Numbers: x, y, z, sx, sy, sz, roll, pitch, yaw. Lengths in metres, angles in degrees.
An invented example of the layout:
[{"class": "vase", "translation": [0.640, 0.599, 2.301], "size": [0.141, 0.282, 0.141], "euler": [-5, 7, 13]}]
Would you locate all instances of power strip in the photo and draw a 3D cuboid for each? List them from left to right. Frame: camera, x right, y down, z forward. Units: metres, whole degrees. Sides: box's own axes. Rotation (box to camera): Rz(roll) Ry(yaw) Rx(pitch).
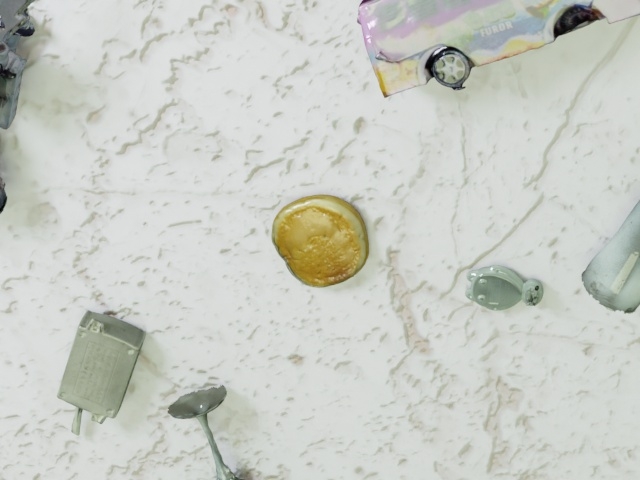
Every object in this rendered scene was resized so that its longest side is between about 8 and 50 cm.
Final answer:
[{"class": "power strip", "translation": [-0.255, 0.158, 1.993], "size": [0.075, 0.042, 0.175], "euler": [21, 120, -2]}, {"class": "power strip", "translation": [0.196, 0.055, 1.873], "size": [0.083, 0.035, 0.055], "euler": [7, 118, 8]}]

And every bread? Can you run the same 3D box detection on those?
[{"class": "bread", "translation": [0.000, 0.000, 1.880], "size": [0.110, 0.024, 0.110], "euler": [3, 118, 6]}]

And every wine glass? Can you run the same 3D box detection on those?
[{"class": "wine glass", "translation": [-0.103, 0.292, 2.027], "size": [0.074, 0.074, 0.262], "euler": [-11, 116, 14]}, {"class": "wine glass", "translation": [0.332, -0.005, 1.801], "size": [0.072, 0.072, 0.155], "euler": [24, 119, -4]}]

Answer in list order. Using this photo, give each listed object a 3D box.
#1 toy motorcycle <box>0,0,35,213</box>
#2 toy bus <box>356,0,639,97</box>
[{"class": "toy motorcycle", "translation": [-0.380, -0.147, 1.803], "size": [0.207, 0.134, 0.401], "euler": [31, 119, -8]}, {"class": "toy bus", "translation": [0.176, -0.226, 1.699], "size": [0.274, 0.090, 0.112], "euler": [-18, 105, 16]}]
